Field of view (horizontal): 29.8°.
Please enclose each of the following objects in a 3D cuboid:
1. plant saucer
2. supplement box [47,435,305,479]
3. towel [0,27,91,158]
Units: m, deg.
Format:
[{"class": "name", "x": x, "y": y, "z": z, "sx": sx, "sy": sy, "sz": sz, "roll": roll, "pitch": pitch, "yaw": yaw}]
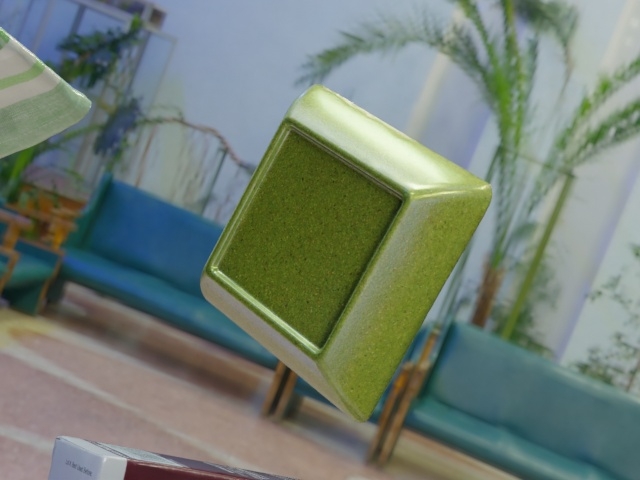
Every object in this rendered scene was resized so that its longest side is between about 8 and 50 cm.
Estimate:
[{"class": "plant saucer", "x": 0.000, "y": 0.000, "z": 0.849, "sx": 0.188, "sy": 0.188, "sz": 0.045, "roll": 35, "pitch": 11, "yaw": 36}, {"class": "supplement box", "x": -0.026, "y": 0.184, "z": 0.604, "sx": 0.239, "sy": 0.130, "sz": 0.073, "roll": 17, "pitch": -9, "yaw": -28}, {"class": "towel", "x": -0.332, "y": -0.097, "z": 0.788, "sx": 0.325, "sy": 0.247, "sz": 0.038, "roll": 44, "pitch": 26, "yaw": -67}]
